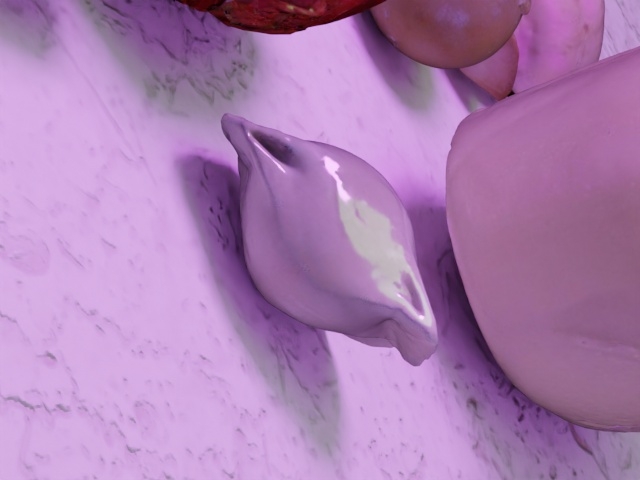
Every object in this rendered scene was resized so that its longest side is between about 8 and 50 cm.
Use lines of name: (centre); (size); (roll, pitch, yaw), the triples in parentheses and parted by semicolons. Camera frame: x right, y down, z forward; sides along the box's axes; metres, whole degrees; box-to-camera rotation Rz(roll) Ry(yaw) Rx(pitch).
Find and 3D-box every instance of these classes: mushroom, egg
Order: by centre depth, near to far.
egg: (0.117, -0.255, 1.780); (0.164, 0.164, 0.201); (33, 35, -49)
mushroom: (0.241, -0.240, 1.958); (0.173, 0.162, 0.236); (35, 34, -7)

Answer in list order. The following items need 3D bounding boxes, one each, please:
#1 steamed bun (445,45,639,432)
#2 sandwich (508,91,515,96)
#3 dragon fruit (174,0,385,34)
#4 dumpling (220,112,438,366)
steamed bun: (0.326, 0.022, 1.691); (0.456, 0.371, 0.290); (33, 46, -52)
sandwich: (0.204, -0.193, 2.053); (0.069, 0.026, 0.101); (65, 25, -3)
dragon fruit: (-0.021, -0.294, 1.403); (0.295, 0.296, 0.301); (58, 13, -14)
dumpling: (0.000, 0.000, 1.384); (0.229, 0.124, 0.151); (56, -13, -2)
